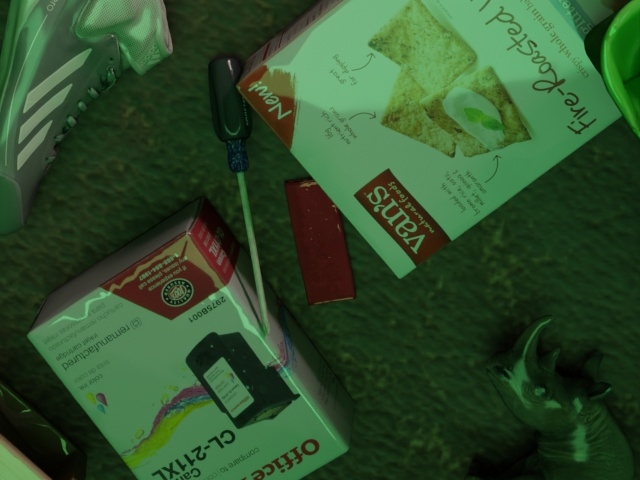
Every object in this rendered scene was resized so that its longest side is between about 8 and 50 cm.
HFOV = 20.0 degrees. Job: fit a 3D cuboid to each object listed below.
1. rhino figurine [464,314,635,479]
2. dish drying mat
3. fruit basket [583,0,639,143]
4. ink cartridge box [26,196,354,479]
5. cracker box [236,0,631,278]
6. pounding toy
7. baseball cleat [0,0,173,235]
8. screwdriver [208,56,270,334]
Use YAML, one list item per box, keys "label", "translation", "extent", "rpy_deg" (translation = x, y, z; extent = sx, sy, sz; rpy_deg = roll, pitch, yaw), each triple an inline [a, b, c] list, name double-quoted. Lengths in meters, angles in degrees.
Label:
- label: "rhino figurine"
  translation: [0.147, 0.159, 1.155]
  extent: [0.106, 0.073, 0.243]
  rpy_deg: [-1, 109, 7]
- label: "dish drying mat"
  translation: [0.000, 0.000, 1.138]
  extent: [0.032, 0.008, 0.083]
  rpy_deg: [-9, 110, 7]
- label: "fruit basket"
  translation: [0.328, -0.112, 0.857]
  extent: [0.392, 0.392, 0.283]
  rpy_deg: [-31, 106, 13]
- label: "ink cartridge box"
  translation: [-0.077, 0.082, 1.138]
  extent: [0.127, 0.072, 0.175]
  rpy_deg: [-33, 105, 13]
- label: "cracker box"
  translation: [0.088, -0.109, 1.062]
  extent: [0.232, 0.067, 0.156]
  rpy_deg: [-38, 104, 16]
- label: "pounding toy"
  translation: [-0.233, 0.139, 1.148]
  extent: [0.141, 0.130, 0.100]
  rpy_deg: [43, 94, -12]
- label: "baseball cleat"
  translation: [-0.147, -0.092, 1.080]
  extent: [0.109, 0.072, 0.206]
  rpy_deg: [9, 114, -7]
- label: "screwdriver"
  translation: [-0.046, -0.028, 1.089]
  extent: [0.024, 0.025, 0.170]
  rpy_deg: [-9, 83, -2]
